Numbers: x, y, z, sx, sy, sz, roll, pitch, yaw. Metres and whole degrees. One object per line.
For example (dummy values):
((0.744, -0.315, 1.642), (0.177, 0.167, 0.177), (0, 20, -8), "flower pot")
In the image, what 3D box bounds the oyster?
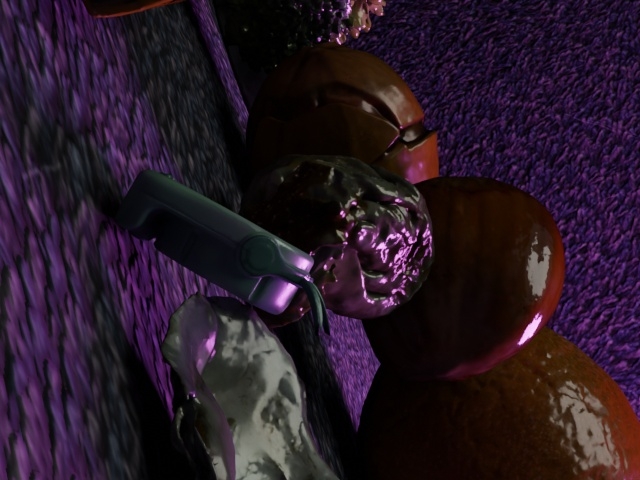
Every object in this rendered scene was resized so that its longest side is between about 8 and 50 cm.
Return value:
((-0.016, 0.153, 0.656), (0.252, 0.087, 0.199), (61, 17, -16), "oyster")

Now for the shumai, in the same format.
((0.005, 0.017, 1.082), (0.142, 0.184, 0.184), (-58, 139, -37), "shumai")

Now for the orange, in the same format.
((0.196, 0.243, 1.384), (0.357, 0.322, 0.322), (59, 7, -12), "orange")

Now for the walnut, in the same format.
((0.030, -0.055, 1.368), (0.209, 0.209, 0.336), (-104, -179, -50), "walnut")

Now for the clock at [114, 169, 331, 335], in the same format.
((-0.048, 0.008, 0.725), (0.135, 0.041, 0.101), (30, -2, 8), "clock")

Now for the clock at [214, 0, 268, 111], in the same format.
((-0.061, -0.205, 1.702), (0.312, 0.061, 0.313), (-20, 90, -85), "clock")

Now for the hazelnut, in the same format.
((0.125, 0.032, 1.219), (0.210, 0.210, 0.186), (-51, 123, -84), "hazelnut")

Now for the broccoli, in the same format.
((-0.048, -0.340, 1.449), (0.397, 0.274, 0.353), (78, 13, -67), "broccoli")

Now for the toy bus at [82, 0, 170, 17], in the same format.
((-0.110, -0.218, 0.867), (0.335, 0.123, 0.121), (-84, 156, -78), "toy bus")
